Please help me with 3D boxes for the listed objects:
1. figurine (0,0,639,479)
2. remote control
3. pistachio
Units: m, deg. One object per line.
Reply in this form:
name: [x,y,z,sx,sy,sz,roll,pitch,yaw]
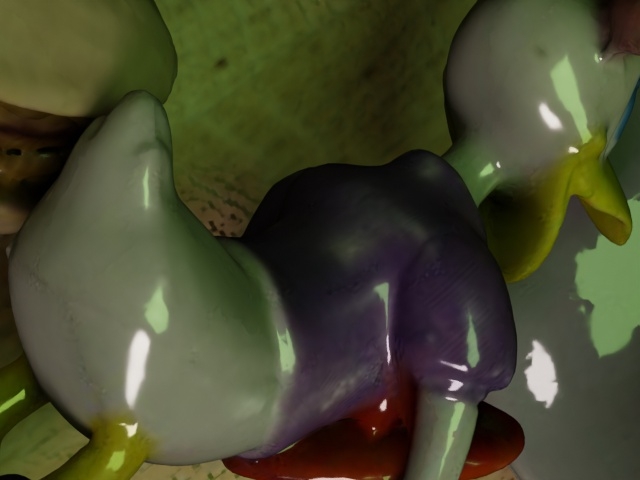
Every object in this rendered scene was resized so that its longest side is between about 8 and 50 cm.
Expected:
figurine: [-0.002,0.006,0.716,0.421,0.154,0.193,-31,124,-21]
remote control: [0.192,0.068,0.902,0.221,0.103,0.332,-45,115,-15]
pistachio: [-0.145,-0.081,0.676,0.206,0.131,0.129,26,127,-36]
